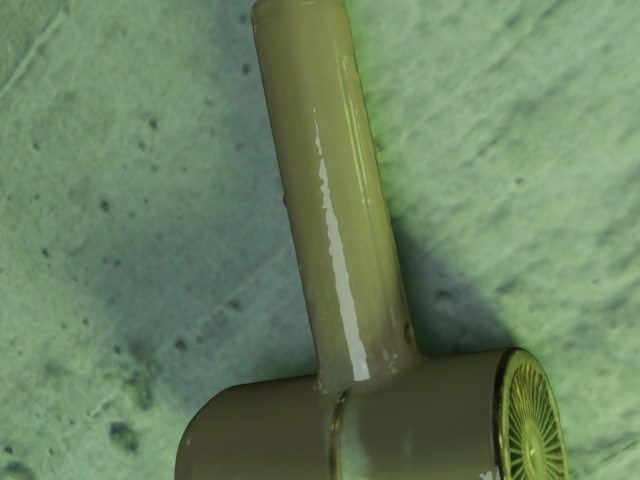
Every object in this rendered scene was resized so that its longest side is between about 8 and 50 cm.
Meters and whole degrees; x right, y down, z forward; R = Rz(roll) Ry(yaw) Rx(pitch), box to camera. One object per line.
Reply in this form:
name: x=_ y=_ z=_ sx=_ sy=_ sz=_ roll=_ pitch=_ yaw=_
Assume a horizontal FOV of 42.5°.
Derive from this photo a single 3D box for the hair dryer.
hair dryer: x=0.000 y=0.000 z=0.433 sx=0.189 sy=0.107 sz=0.344 roll=-13 pitch=86 yaw=30
